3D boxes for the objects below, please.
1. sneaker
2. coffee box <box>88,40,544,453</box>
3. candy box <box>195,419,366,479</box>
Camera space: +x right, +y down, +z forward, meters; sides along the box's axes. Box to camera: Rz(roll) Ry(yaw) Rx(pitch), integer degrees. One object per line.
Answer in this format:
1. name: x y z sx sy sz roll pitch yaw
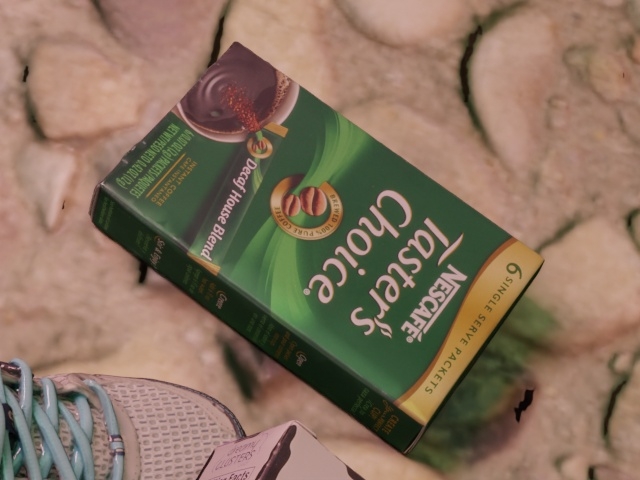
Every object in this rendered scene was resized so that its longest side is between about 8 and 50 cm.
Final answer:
1. sneaker: -0.139 0.093 0.671 0.283 0.122 0.110 -4 60 -34
2. coffee box: 0.000 0.000 0.822 0.184 0.040 0.113 37 60 6
3. candy box: -0.010 0.196 0.673 0.165 0.070 0.196 40 59 -15
